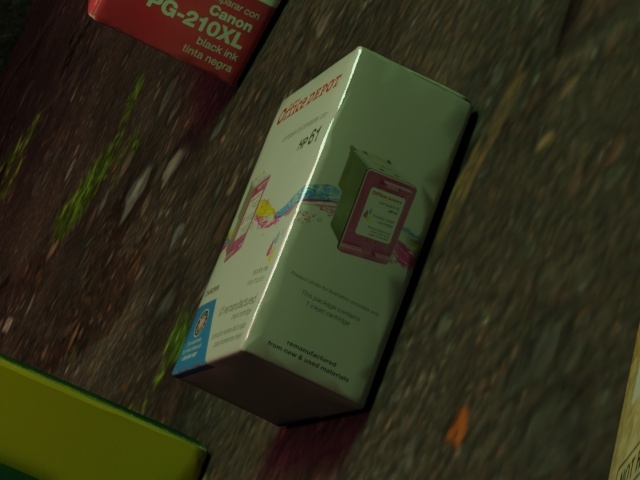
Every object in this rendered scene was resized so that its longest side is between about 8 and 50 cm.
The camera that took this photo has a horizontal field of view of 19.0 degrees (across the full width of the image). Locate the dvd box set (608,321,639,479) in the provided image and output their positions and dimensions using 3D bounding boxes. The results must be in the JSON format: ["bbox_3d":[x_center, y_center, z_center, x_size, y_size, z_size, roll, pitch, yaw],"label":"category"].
[{"bbox_3d":[0.138,-0.140,0.302,0.308,0.062,0.420,108,179,-60],"label":"dvd box set"}]

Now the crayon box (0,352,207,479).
[{"bbox_3d":[-0.265,0.185,0.785,0.363,0.313,0.106,-66,16,-8],"label":"crayon box"}]

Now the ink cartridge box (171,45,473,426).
[{"bbox_3d":[0.000,0.000,0.702,0.122,0.052,0.088,-68,15,-18],"label":"ink cartridge box"}]

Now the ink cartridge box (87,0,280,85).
[{"bbox_3d":[-0.041,-0.236,1.120,0.237,0.100,0.172,-60,16,19],"label":"ink cartridge box"}]
